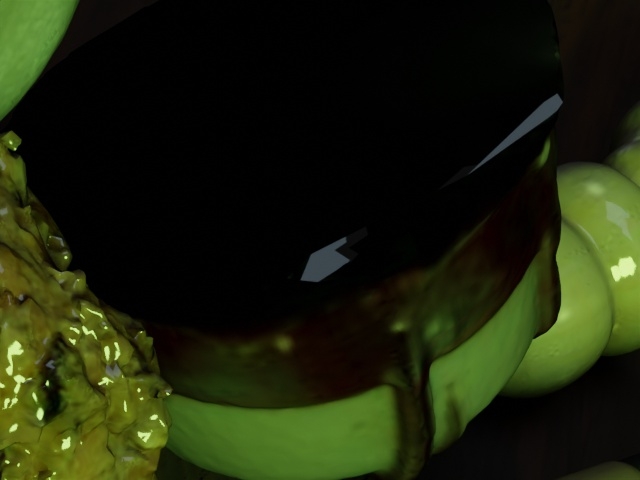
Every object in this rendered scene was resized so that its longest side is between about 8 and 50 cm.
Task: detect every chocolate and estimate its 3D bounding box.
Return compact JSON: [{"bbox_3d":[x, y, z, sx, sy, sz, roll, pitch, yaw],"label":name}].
[{"bbox_3d":[0.000,0.000,0.821,0.283,0.186,0.284,-15,35,11],"label":"chocolate"}]

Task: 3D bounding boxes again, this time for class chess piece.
[{"bbox_3d":[0.168,0.000,0.983,0.260,0.143,0.143,-26,63,-31],"label":"chess piece"}]

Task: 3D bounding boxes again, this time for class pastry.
[{"bbox_3d":[-0.186,0.072,0.660,0.275,0.275,0.193,38,51,14],"label":"pastry"}]

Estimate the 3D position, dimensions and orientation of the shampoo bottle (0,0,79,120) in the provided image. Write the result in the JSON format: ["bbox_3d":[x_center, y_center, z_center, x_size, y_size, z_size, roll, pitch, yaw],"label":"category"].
[{"bbox_3d":[-0.264,-0.178,0.809,0.322,0.322,0.317,-2,31,-25],"label":"shampoo bottle"}]

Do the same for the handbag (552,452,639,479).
[{"bbox_3d":[0.154,0.240,0.733,0.283,0.149,0.302,-7,54,-26],"label":"handbag"}]
